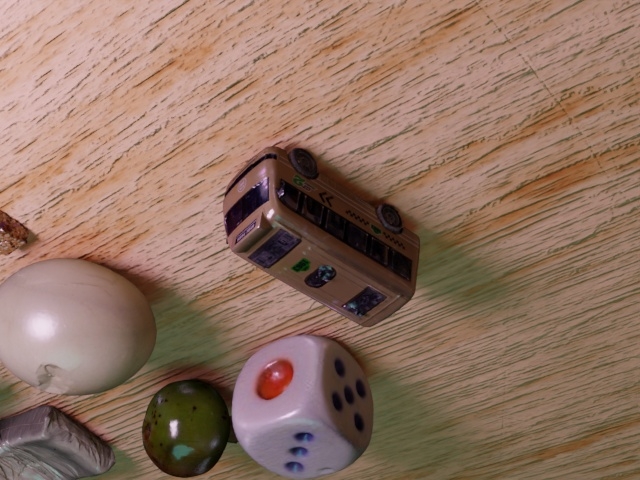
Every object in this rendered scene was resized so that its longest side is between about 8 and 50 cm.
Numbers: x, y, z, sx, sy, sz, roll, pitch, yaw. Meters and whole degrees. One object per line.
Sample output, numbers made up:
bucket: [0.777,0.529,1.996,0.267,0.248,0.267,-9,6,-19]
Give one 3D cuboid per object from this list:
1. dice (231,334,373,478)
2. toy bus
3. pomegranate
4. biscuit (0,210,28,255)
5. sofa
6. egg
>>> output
dice: [-0.030,0.291,1.587,0.193,0.194,0.192,-22,131,24]
toy bus: [0.000,0.000,1.305,0.290,0.157,0.139,32,130,-25]
pomegranate: [-0.219,0.351,1.695,0.224,0.181,0.181,6,138,-22]
biscuit: [-0.551,-0.046,1.406,0.064,0.034,0.199,-30,125,31]
sofa: [-0.573,0.466,1.839,0.225,0.176,0.210,-20,130,25]
egg: [-0.398,0.138,1.448,0.269,0.219,0.219,4,136,-3]
